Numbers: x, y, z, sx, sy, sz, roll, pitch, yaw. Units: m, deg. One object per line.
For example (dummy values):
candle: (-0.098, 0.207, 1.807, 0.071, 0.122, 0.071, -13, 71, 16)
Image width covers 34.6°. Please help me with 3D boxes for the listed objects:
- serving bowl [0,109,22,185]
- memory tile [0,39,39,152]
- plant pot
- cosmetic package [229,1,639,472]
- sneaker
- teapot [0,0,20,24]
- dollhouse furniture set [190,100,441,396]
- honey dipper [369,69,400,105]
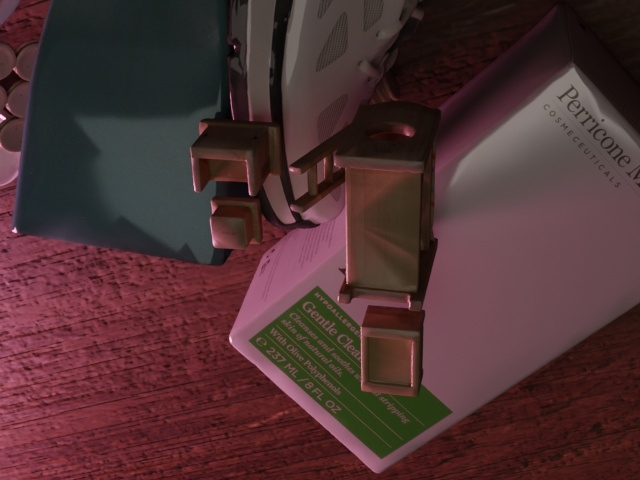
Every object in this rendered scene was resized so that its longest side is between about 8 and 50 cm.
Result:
serving bowl: (-0.304, -0.091, 0.934, 0.083, 0.027, 0.083, 3, 121, 6)
memory tile: (-0.266, -0.120, 0.867, 0.148, 0.012, 0.113, -8, 133, -39)
plant pot: (-0.130, -0.126, 0.809, 0.165, 0.165, 0.234, 9, 108, 6)
cosmetic package: (0.123, 0.006, 0.859, 0.197, 0.155, 0.365, 42, 118, -13)
sneaker: (0.076, -0.200, 0.726, 0.257, 0.169, 0.448, 6, 117, 6)
teapot: (-0.314, -0.299, 0.728, 0.252, 0.187, 0.256, 47, 145, 2)
dollhouse furniture set: (0.000, 0.000, 0.735, 0.160, 0.101, 0.182, 5, 119, 12)
honey dipper: (-0.008, -0.104, 0.885, 0.160, 0.030, 0.030, -21, 116, 23)
